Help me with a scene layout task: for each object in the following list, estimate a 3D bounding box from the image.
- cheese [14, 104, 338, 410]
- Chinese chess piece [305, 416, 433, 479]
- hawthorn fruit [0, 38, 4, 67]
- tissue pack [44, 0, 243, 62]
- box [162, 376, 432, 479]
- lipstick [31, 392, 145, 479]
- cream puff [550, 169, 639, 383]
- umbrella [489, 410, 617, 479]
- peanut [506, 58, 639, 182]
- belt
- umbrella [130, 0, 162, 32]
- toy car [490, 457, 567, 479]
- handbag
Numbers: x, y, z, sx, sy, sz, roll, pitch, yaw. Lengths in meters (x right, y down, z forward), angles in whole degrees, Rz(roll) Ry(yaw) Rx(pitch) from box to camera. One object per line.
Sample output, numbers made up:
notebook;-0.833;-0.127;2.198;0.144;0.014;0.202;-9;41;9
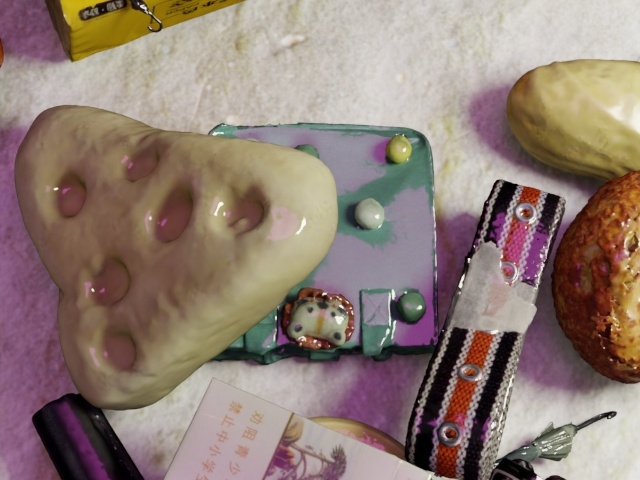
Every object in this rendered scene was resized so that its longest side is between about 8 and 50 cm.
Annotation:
cheese;-0.148;-0.041;1.220;0.328;0.129;0.351;-30;65;22
Chinese chess piece;0.007;0.302;1.190;0.251;0.097;0.251;2;68;-5
hawthorn fruit;-0.455;-0.191;1.306;0.200;0.179;0.179;6;68;15
tissue pack;-0.164;-0.412;1.359;0.382;0.228;0.293;-22;89;-11
box;-0.029;0.246;1.121;0.233;0.067;0.149;24;69;4
lipstick;-0.160;0.337;1.176;0.077;0.077;0.418;-30;75;-15
cream puff;0.349;0.032;1.271;0.240;0.164;0.240;-4;99;-26
umbrella;0.209;0.228;1.238;0.269;0.044;0.044;-17;87;-31
peanut;0.372;-0.127;1.363;0.319;0.147;0.147;20;69;5
belt;0.173;0.088;1.232;0.094;0.126;0.359;16;52;9
umbrella;-0.206;-0.262;1.231;0.022;0.122;0.013;-31;33;23
toy car;0.236;0.307;1.175;0.209;0.089;0.108;43;80;-19
handbag;0.000;-0.004;1.304;0.268;0.100;0.274;2;69;-4
